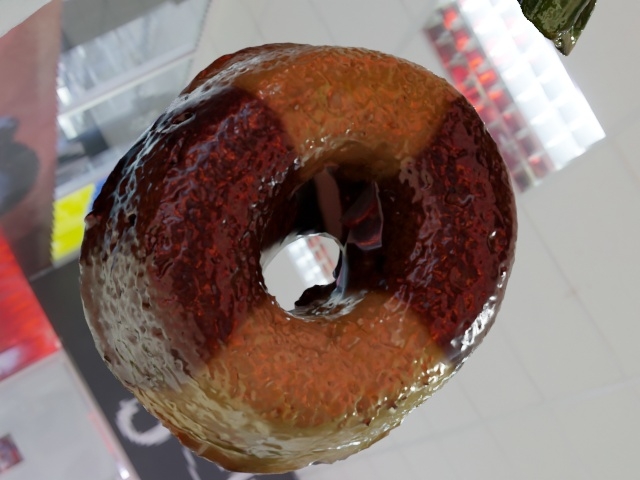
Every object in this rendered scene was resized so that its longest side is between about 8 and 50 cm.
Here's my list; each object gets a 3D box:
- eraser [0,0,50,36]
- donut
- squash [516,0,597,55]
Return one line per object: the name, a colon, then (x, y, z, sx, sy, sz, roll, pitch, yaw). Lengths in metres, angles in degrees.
eraser: (-0.302, -0.207, 0.490, 0.397, 0.213, 0.082, 51, -24, -5)
donut: (0.000, 0.000, 0.495, 0.166, 0.184, 0.073, 55, -25, -6)
squash: (0.086, -0.158, 0.412, 0.090, 0.075, 0.200, -74, 155, -70)
